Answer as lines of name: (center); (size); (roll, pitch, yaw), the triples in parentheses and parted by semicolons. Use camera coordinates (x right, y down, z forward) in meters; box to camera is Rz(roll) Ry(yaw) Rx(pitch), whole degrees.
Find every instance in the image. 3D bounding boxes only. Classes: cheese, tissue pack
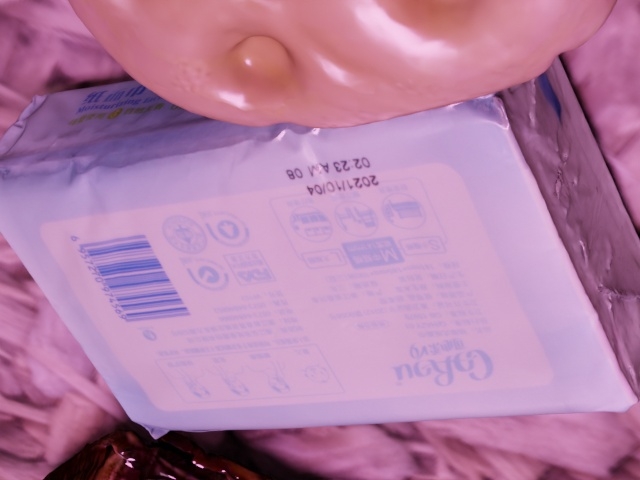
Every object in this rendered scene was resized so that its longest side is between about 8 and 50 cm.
cheese: (0.005, -0.139, 0.549); (0.218, 0.117, 0.235); (32, 136, -7)
tissue pack: (0.000, 0.000, 0.711); (0.263, 0.089, 0.177); (-9, 128, 30)

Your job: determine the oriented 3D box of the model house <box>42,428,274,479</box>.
model house: (-0.081, 0.253, 0.945); (0.282, 0.297, 0.317); (62, 153, 9)
